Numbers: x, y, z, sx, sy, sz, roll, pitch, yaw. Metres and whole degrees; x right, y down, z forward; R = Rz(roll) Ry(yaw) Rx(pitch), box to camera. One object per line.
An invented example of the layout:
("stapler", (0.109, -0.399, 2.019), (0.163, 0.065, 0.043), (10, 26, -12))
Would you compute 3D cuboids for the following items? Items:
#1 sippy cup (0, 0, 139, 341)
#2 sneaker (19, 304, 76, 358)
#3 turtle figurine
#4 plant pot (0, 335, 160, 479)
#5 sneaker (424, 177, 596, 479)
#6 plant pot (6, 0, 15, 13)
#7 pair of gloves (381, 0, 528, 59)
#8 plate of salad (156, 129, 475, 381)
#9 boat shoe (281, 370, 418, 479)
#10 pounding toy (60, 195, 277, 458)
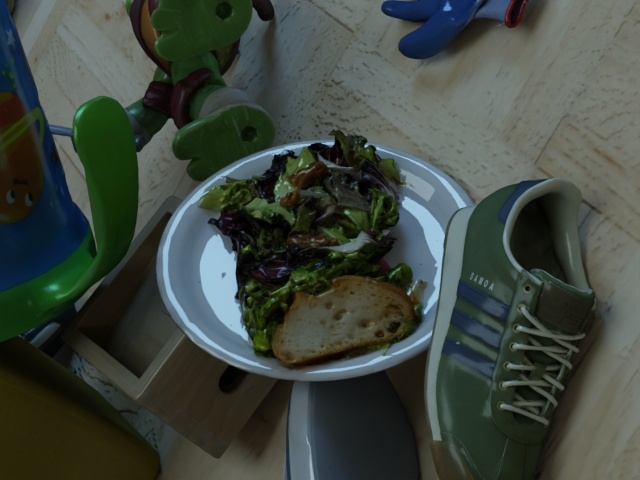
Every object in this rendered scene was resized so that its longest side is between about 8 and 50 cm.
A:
("sippy cup", (-0.284, -0.064, 1.046), (0.240, 0.305, 0.224), (-119, 21, -67))
("sneaker", (-0.305, 0.168, 1.292), (0.281, 0.162, 0.106), (-36, 36, -18))
("turtle figurine", (-0.152, -0.140, 1.104), (0.266, 0.274, 0.198), (41, 112, 60))
("plant pot", (-0.247, 0.172, 1.126), (0.212, 0.187, 0.212), (30, 97, 56))
("sneaker", (0.107, 0.049, 0.819), (0.086, 0.064, 0.192), (-33, 43, 47))
("plant pot", (-0.408, -0.323, 1.650), (0.201, 0.201, 0.180), (-35, 61, 38))
("pair of gloves", (0.112, -0.207, 1.003), (0.159, 0.023, 0.198), (24, 90, 58))
("plate of salad", (0.000, 0.000, 0.910), (0.048, 0.199, 0.200), (83, 172, -46))
("boat shoe", (0.001, 0.180, 0.865), (0.084, 0.095, 0.258), (-30, 48, 37))
("pounding toy", (-0.046, 0.048, 1.012), (0.181, 0.094, 0.206), (-53, 36, -7))
